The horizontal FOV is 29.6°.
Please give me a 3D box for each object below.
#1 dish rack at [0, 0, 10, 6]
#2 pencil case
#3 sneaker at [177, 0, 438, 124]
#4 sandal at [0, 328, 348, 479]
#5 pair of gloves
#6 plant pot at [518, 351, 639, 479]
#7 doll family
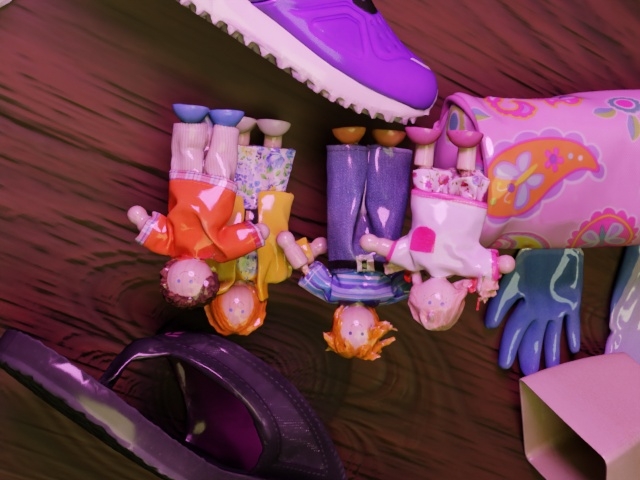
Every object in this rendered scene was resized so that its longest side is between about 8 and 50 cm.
[{"bbox_3d":[-0.335,-0.259,0.691,0.285,0.072,0.333,-19,113,-10],"label":"dish rack"},{"bbox_3d":[0.225,-0.058,0.920,0.284,0.124,0.124,-5,111,-16],"label":"pencil case"},{"bbox_3d":[-0.016,-0.193,0.800,0.293,0.102,0.146,30,97,-25],"label":"sneaker"},{"bbox_3d":[-0.047,0.152,0.903,0.445,0.167,0.107,36,76,-34],"label":"sandal"},{"bbox_3d":[0.236,0.045,1.014,0.198,0.023,0.159,8,107,-20],"label":"pair of gloves"},{"bbox_3d":[0.238,0.158,1.002,0.096,0.109,0.109,-27,134,-17],"label":"plant pot"},{"bbox_3d":[0.000,0.000,0.856,0.263,0.118,0.163,5,90,0],"label":"doll family"}]
